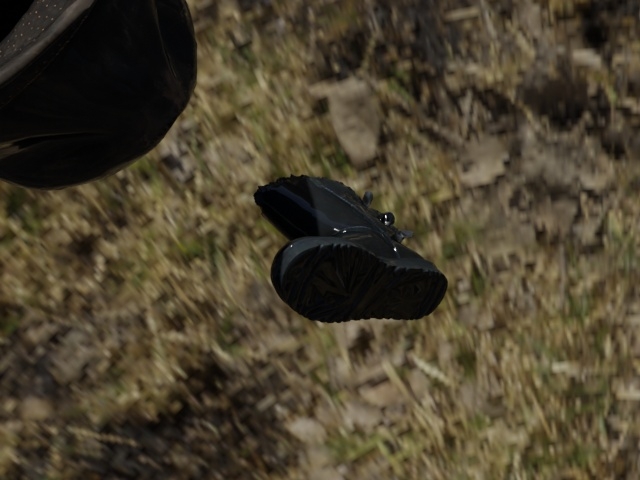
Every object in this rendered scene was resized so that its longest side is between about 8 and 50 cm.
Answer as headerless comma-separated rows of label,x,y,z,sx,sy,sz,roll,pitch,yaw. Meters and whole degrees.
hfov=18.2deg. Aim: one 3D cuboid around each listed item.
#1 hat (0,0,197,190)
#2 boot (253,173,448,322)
hat,-0.142,-0.100,0.992,0.331,0.134,0.331,-35,30,24
boot,0.000,0.000,1.032,0.099,0.121,0.045,43,115,40
